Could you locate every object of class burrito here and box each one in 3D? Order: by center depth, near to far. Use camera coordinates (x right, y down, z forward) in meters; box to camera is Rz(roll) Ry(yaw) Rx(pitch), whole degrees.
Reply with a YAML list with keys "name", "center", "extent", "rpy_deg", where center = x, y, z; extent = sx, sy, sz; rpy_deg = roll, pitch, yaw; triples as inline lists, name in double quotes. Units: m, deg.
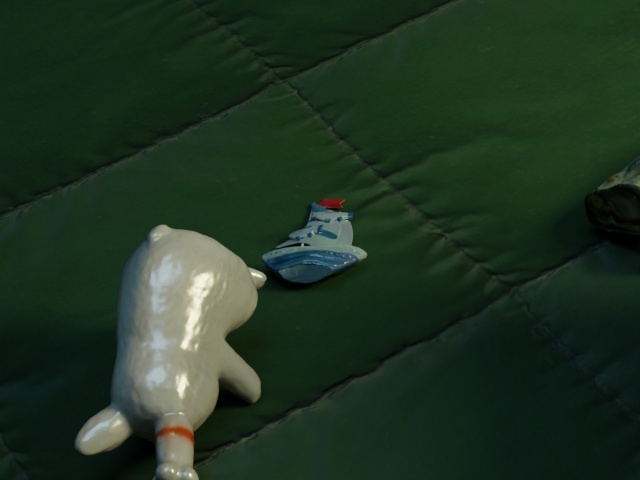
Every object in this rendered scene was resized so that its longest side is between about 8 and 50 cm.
- name: "burrito"
  center: [0.388, -0.081, 1.999]
  extent: [0.229, 0.089, 0.144]
  rpy_deg: [-36, 21, -25]

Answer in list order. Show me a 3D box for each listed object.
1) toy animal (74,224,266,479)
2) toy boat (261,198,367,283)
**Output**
- name: "toy animal"
  center: [-0.143, 0.131, 1.882]
  extent: [0.141, 0.138, 0.282]
  rpy_deg: [-6, 62, 21]
- name: "toy boat"
  center: [0.007, 0.003, 2.068]
  extent: [0.105, 0.034, 0.149]
  rpy_deg: [11, 32, 30]
